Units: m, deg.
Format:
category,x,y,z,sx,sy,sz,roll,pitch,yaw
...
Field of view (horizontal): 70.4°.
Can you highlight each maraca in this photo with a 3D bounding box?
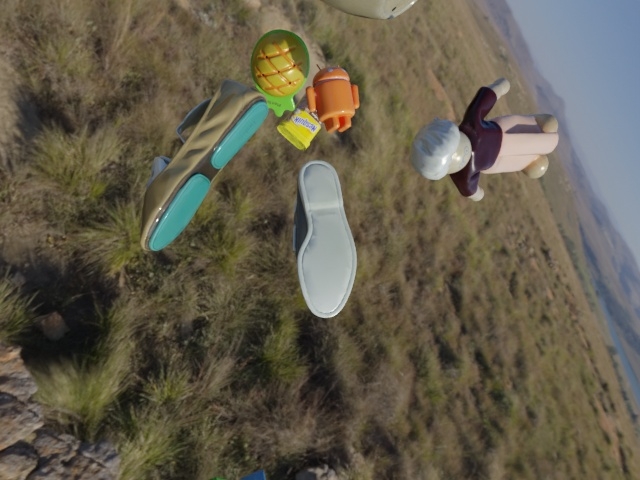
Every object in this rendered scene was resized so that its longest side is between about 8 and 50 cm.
category,x,y,z,sx,sy,sz,roll,pitch,yaw
maraca,-0.093,-0.364,0.995,0.127,0.186,0.099,14,36,-6

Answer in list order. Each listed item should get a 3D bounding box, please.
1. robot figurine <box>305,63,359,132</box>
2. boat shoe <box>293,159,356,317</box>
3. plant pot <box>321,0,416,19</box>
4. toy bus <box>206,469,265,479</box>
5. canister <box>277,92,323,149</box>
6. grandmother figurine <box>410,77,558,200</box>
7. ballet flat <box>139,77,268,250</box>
category,x,y,z,sx,sy,sz,roll,pitch,yaw
robot figurine,0.041,-0.469,1.487,0.128,0.158,0.220,-10,91,-74
boat shoe,0.000,0.000,0.921,0.116,0.099,0.320,-1,73,-12
plant pot,0.102,-0.517,0.811,0.191,0.284,0.284,54,29,6
toy bus,-0.138,0.360,0.521,0.191,0.202,0.104,77,-6,-53
canister,-0.054,-0.427,1.612,0.126,0.073,0.170,39,76,-17
grandmother figurine,0.278,-0.162,0.761,0.342,0.104,0.208,-15,110,-37
ballet flat,-0.154,-0.095,0.544,0.073,0.232,0.080,35,-9,9
